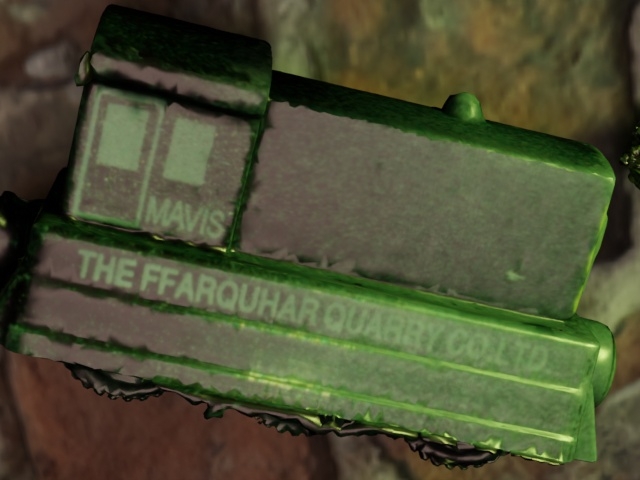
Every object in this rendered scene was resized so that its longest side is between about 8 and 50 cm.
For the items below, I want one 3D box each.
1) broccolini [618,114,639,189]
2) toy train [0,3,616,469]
[{"bbox_3d":[0.222,0.034,0.641,0.054,0.239,0.051,-13,155,-32],"label":"broccolini"},{"bbox_3d":[0.000,0.000,0.641,0.330,0.138,0.178,12,104,-8],"label":"toy train"}]
